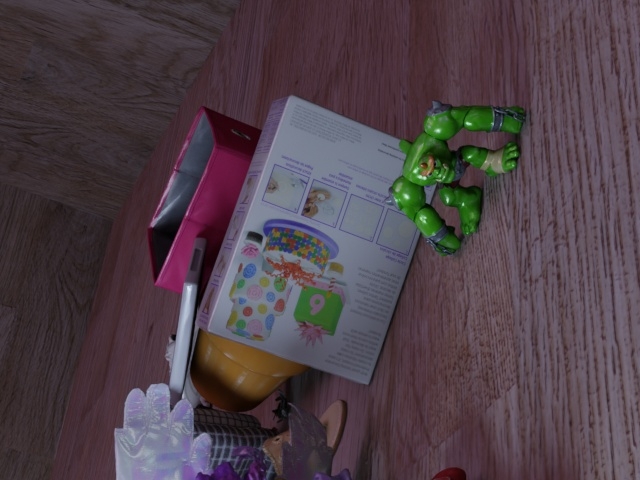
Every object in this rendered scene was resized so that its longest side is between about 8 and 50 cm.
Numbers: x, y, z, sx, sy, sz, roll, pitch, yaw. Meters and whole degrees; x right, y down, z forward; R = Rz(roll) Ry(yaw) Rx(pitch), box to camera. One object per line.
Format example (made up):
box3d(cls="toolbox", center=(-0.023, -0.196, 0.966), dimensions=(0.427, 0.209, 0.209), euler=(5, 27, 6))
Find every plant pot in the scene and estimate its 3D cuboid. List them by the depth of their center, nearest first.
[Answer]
box3d(cls="plant pot", center=(-0.108, 0.156, 1.701), dimensions=(0.205, 0.205, 0.188), euler=(-92, 27, -50))

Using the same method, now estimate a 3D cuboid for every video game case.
box3d(cls="video game case", center=(-0.199, 0.119, 1.660), dimensions=(0.183, 0.023, 0.201), euler=(-93, 12, -69))

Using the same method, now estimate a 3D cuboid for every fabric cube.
box3d(cls="fabric cube", center=(-0.119, -0.039, 1.851), dimensions=(0.259, 0.258, 0.254), euler=(-65, 18, 15))

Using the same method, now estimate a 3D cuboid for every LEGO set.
box3d(cls="LEGO set", center=(-0.060, 0.275, 1.735), dimensions=(0.054, 0.023, 0.083), euler=(-146, 64, -74))

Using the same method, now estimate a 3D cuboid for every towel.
box3d(cls="towel", center=(-0.190, 0.390, 1.628), dimensions=(0.121, 0.235, 0.283), euler=(25, 94, 33))

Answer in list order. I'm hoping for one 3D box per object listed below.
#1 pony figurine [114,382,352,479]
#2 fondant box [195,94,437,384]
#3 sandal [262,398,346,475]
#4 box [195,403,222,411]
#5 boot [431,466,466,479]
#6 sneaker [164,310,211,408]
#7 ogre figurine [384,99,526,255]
box3d(cls="pony figurine", center=(-0.075, 0.346, 1.251), dimensions=(0.363, 0.303, 0.351), euler=(-15, 66, 57))
box3d(cls="fondant box", center=(0.000, 0.000, 1.497), dimensions=(0.096, 0.238, 0.330), euler=(4, 75, 71))
box3d(cls="sandal", center=(-0.051, 0.313, 1.565), dimensions=(0.240, 0.079, 0.088), euler=(-60, 21, 26))
box3d(cls="box", center=(-0.252, 0.463, 2.012), dimensions=(0.270, 0.060, 0.216), euler=(-57, 22, 34))
box3d(cls="boot", center=(0.141, 0.282, 1.048), dimensions=(0.244, 0.088, 0.176), euler=(131, 155, -55))
box3d(cls="sneaker", center=(-0.256, 0.248, 2.165), dimensions=(0.292, 0.118, 0.110), euler=(-71, 20, 0))
box3d(cls="ogre figurine", center=(0.155, -0.084, 1.339), dimensions=(0.197, 0.118, 0.097), euler=(-58, 22, 34))
